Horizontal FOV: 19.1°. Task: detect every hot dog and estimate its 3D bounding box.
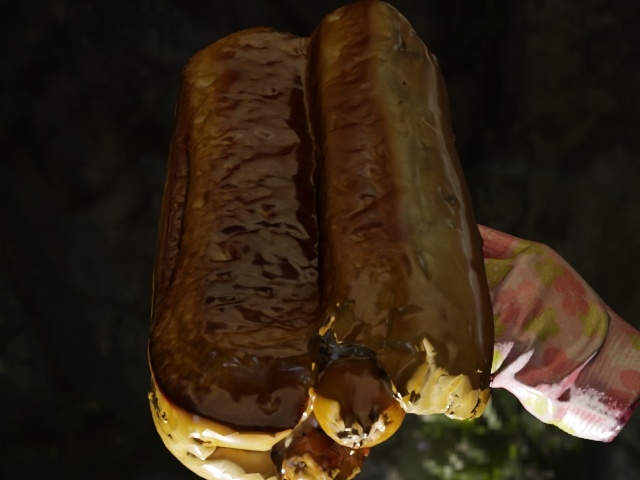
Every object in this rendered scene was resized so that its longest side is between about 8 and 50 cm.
[{"bbox_3d":[0.000,0.000,0.943,0.158,0.117,0.349,-16,-148,7],"label":"hot dog"}]

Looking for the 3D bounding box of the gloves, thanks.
[{"bbox_3d":[0.131,0.053,1.428,0.241,0.126,0.145,32,-118,4],"label":"gloves"}]
